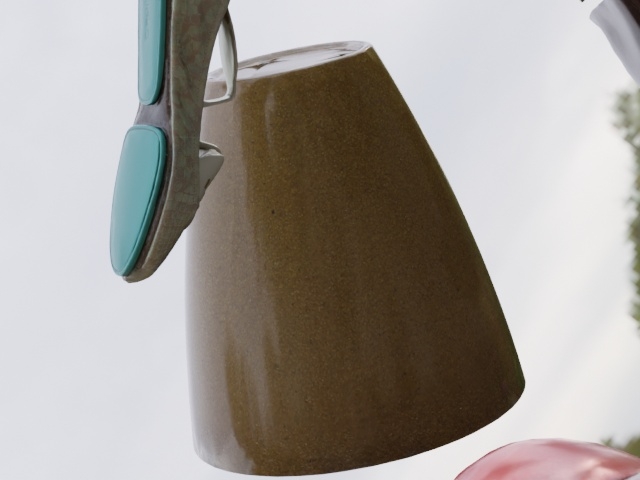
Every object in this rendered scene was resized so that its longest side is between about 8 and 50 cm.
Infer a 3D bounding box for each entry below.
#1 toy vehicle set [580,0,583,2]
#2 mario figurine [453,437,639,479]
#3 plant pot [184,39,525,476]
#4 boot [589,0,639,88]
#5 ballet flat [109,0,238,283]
[{"bbox_3d":[0.215,-0.267,1.275,0.166,0.035,0.267,-45,-15,6],"label":"toy vehicle set"},{"bbox_3d":[0.141,0.080,0.296,0.320,0.198,0.170,-40,13,32],"label":"mario figurine"},{"bbox_3d":[0.000,0.000,1.238,0.237,0.237,0.254,-28,-70,-49],"label":"plant pot"},{"bbox_3d":[0.281,-0.104,1.315,0.090,0.207,0.248,-42,2,2],"label":"boot"},{"bbox_3d":[-0.067,-0.059,0.894,0.052,0.057,0.168,4,-82,-29],"label":"ballet flat"}]
